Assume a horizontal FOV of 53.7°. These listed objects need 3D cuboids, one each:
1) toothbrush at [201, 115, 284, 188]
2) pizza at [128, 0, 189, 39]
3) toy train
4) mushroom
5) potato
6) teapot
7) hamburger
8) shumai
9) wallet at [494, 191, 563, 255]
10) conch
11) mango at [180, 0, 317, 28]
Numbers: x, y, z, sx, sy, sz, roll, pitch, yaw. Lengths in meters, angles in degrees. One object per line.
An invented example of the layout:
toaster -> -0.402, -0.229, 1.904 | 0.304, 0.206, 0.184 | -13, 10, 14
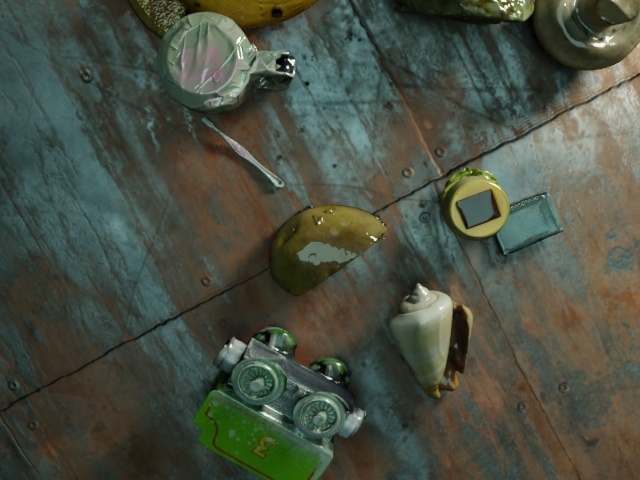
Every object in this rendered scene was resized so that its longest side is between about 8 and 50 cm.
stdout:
toothbrush -> -0.150, -0.169, 1.218 | 0.204, 0.022, 0.017 | 40, 96, -7
pizza -> -0.281, -0.480, 1.162 | 0.176, 0.036, 0.184 | -41, 95, 3
toy train -> -0.085, 0.324, 1.226 | 0.307, 0.173, 0.248 | 31, 106, -6
mushroom -> 0.484, -0.404, 1.106 | 0.204, 0.204, 0.204 | 0, 99, -1
potato -> 0.000, 0.000, 1.210 | 0.243, 0.098, 0.138 | -38, 96, 3
teapot -> -0.163, -0.314, 1.123 | 0.222, 0.178, 0.163 | -23, 91, 4
hamburger -> 0.294, -0.068, 1.209 | 0.127, 0.081, 0.141 | -37, 94, 7
shumai -> 0.258, -0.487, 1.096 | 0.256, 0.189, 0.218 | 7, 100, -7
wallet -> 0.401, -0.034, 1.246 | 0.129, 0.026, 0.088 | -24, 92, 4
conch -> 0.207, 0.190, 1.246 | 0.158, 0.127, 0.255 | -21, 124, -27
mango -> -0.114, -0.469, 1.114 | 0.295, 0.120, 0.177 | -11, 112, 10
